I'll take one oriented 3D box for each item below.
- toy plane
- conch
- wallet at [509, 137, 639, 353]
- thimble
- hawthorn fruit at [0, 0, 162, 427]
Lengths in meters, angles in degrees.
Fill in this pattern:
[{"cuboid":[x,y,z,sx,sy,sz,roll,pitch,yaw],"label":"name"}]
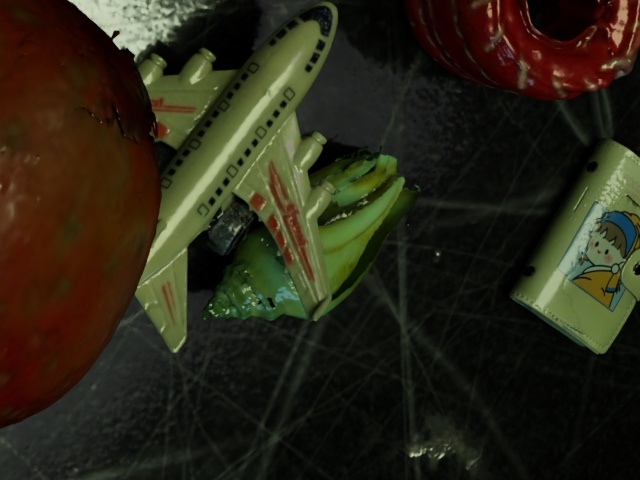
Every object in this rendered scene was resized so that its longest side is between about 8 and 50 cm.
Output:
[{"cuboid":[-0.069,-0.059,1.076,0.242,0.104,0.256,36,69,1],"label":"toy plane"},{"cuboid":[-0.004,0.001,1.151,0.201,0.079,0.095,-50,144,-22],"label":"conch"},{"cuboid":[0.236,0.008,1.311,0.110,0.039,0.155,34,84,-29],"label":"wallet"},{"cuboid":[0.151,-0.201,1.168,0.163,0.125,0.189,-24,112,-20],"label":"thimble"},{"cuboid":[-0.239,-0.014,0.894,0.316,0.316,0.316,-7,104,-28],"label":"hawthorn fruit"}]
